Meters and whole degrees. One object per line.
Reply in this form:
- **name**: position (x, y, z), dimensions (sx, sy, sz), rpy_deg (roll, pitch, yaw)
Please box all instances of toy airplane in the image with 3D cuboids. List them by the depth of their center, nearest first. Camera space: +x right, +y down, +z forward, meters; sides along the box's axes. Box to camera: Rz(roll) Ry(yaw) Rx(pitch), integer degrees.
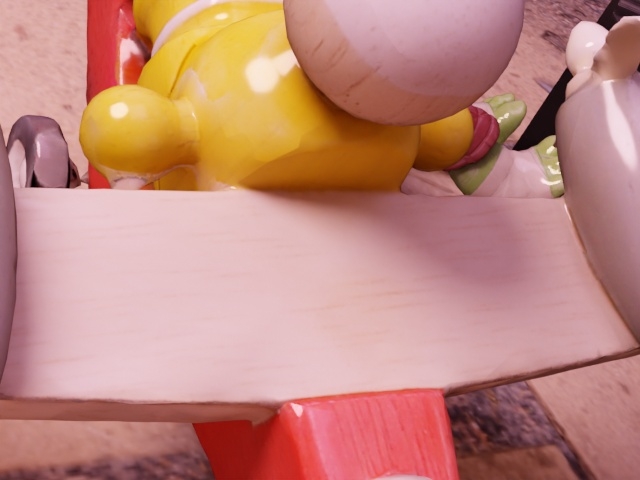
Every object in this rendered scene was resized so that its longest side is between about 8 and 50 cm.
- **toy airplane**: position (0.000, 0.000, 0.447), dimensions (0.384, 0.272, 0.386), rpy_deg (31, 37, 4)

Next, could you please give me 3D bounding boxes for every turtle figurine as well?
- **turtle figurine**: position (0.056, -0.145, 0.718), dimensions (0.266, 0.198, 0.275), rpy_deg (32, 72, -29)

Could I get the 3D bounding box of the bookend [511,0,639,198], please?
- **bookend**: position (0.216, -0.064, 0.801), dimensions (0.072, 0.157, 0.156), rpy_deg (17, 35, -18)
